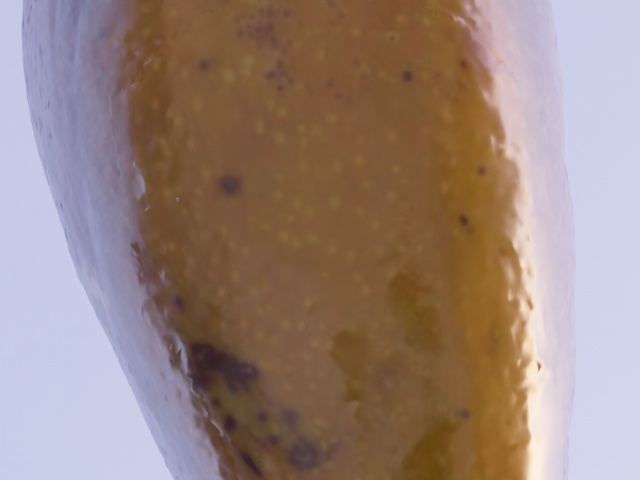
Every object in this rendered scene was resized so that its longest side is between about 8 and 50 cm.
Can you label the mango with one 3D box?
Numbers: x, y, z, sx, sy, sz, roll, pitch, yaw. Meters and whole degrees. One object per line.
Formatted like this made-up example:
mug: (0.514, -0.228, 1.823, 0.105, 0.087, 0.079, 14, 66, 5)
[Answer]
mango: (-0.003, -0.002, 0.565, 0.175, 0.176, 0.330, -11, -103, 23)
